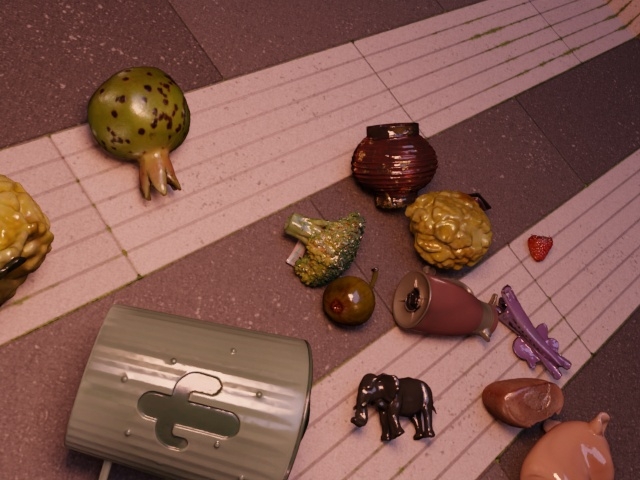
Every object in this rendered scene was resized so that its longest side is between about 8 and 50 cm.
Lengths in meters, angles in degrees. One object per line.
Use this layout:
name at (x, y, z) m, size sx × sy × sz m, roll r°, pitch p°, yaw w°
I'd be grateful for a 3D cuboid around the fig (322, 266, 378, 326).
fig at (0.092, 0.126, 1.536) m, size 0.124 × 0.124 × 0.236 m, roll 48°, pitch 30°, yaw 4°

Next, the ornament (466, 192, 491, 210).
ornament at (0.419, -0.026, 1.791) m, size 0.081 × 0.088 × 0.203 m, roll 30°, pitch 64°, yaw -38°

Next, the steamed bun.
steamed bun at (0.492, 0.394, 1.544) m, size 0.175 × 0.145 × 0.106 m, roll -7°, pitch 85°, yaw -16°

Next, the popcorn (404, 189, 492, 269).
popcorn at (0.335, -0.036, 1.648) m, size 0.235 × 0.181 × 0.217 m, roll 31°, pitch 43°, yaw 8°

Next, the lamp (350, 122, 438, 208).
lamp at (0.197, -0.200, 1.680) m, size 0.247 × 0.247 × 0.247 m, roll 12°, pitch 59°, yaw -21°

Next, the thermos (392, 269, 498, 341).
thermos at (0.327, 0.165, 1.599) m, size 0.265 × 0.146 × 0.176 m, roll 16°, pitch 45°, yaw -29°

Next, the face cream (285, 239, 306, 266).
face cream at (-0.050, 0.019, 1.557) m, size 0.038 × 0.020 × 0.115 m, roll 32°, pitch 55°, yaw -12°

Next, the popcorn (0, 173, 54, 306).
popcorn at (-0.638, 0.005, 1.140) m, size 0.237 × 0.293 × 0.293 m, roll 47°, pitch 53°, yaw -5°

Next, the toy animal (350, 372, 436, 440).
toy animal at (0.161, 0.376, 1.422) m, size 0.245 × 0.114 × 0.146 m, roll 16°, pitch 62°, yaw -44°

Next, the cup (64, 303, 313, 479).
cup at (-0.232, 0.327, 1.128) m, size 0.392 × 0.310 × 0.401 m, roll 17°, pitch 55°, yaw -11°

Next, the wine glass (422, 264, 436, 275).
wine glass at (0.286, 0.084, 1.679) m, size 0.042 × 0.039 × 0.083 m, roll 41°, pitch 56°, yaw -15°

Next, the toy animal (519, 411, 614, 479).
toy animal at (0.592, 0.551, 1.480) m, size 0.256 × 0.195 × 0.213 m, roll -27°, pitch 86°, yaw -38°

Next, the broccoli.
broccoli at (0.000, 0.000, 1.516) m, size 0.194 × 0.194 × 0.219 m, roll 28°, pitch 84°, yaw -10°

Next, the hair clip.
hair clip at (0.560, 0.244, 1.703) m, size 0.137 × 0.090 × 0.278 m, roll -32°, pitch 85°, yaw -33°

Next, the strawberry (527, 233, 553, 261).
strawberry at (0.655, 0.021, 1.888) m, size 0.073 × 0.073 × 0.083 m, roll 8°, pitch 97°, yaw -23°

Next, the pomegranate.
pomegranate at (-0.389, -0.252, 1.443) m, size 0.231 × 0.231 × 0.286 m, roll -43°, pitch 116°, yaw -37°
